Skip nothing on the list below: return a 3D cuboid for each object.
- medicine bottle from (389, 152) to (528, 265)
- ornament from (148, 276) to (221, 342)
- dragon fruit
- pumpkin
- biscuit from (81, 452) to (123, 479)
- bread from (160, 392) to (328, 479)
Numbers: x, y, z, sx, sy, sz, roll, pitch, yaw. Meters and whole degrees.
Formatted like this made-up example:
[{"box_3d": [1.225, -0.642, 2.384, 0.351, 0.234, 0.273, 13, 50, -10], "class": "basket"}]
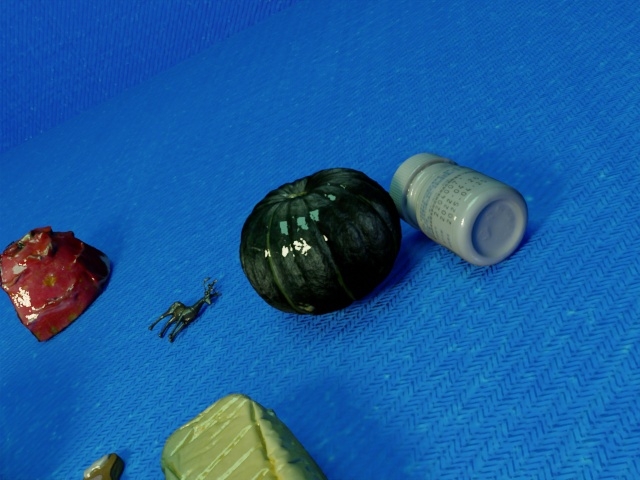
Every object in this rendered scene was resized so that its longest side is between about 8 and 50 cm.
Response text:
[{"box_3d": [0.169, -0.042, 0.826, 0.105, 0.105, 0.168, -37, 32, -7], "class": "medicine bottle"}, {"box_3d": [-0.209, 0.104, 1.038, 0.073, 0.028, 0.125, 12, 55, 49], "class": "ornament"}, {"box_3d": [-0.509, 0.054, 1.286, 0.189, 0.163, 0.262, -5, 31, -8], "class": "dragon fruit"}, {"box_3d": [0.000, 0.000, 0.864, 0.220, 0.162, 0.220, -20, 25, 10], "class": "pumpkin"}, {"box_3d": [-0.263, 0.336, 0.764, 0.138, 0.031, 0.205, -39, 33, -10], "class": "biscuit"}, {"box_3d": [-0.063, 0.250, 0.626, 0.140, 0.106, 0.236, -39, 31, -8], "class": "bread"}]
